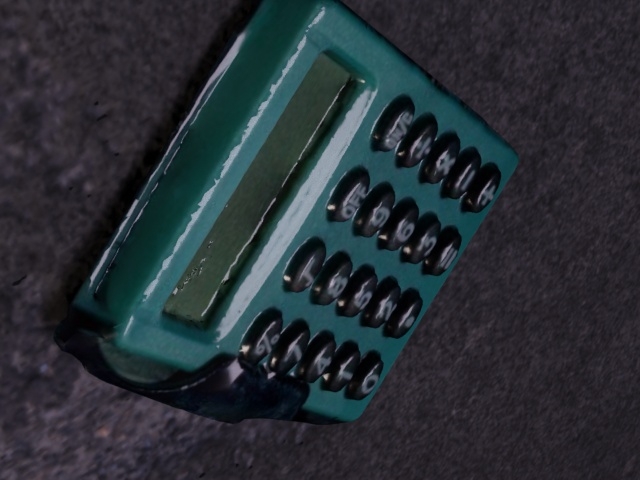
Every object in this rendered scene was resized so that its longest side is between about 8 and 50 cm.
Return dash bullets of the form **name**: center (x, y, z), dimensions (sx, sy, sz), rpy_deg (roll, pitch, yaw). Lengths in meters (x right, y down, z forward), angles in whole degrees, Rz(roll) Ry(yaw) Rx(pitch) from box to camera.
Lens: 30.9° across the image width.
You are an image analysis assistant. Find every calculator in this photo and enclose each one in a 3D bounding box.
- **calculator**: center (0.000, 0.000, 0.713), dimensions (0.274, 0.058, 0.248), rpy_deg (29, 95, -50)
